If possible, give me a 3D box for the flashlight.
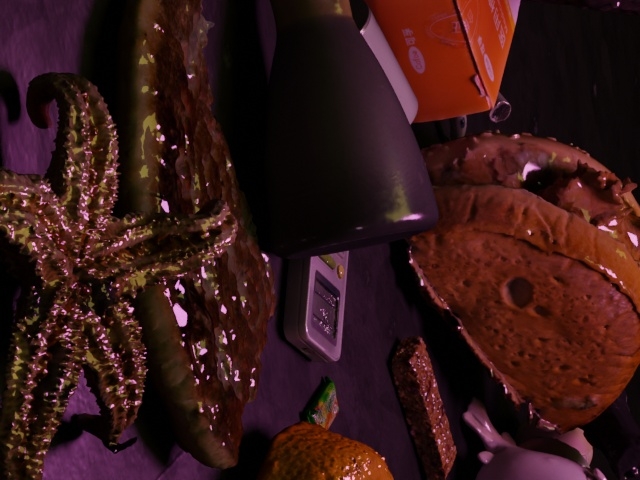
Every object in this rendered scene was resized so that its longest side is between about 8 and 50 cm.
[{"bbox_3d":[0.393,0.257,2.375,0.232,0.093,0.093,-107,-177,-68],"label":"flashlight"}]

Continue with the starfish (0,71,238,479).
[{"bbox_3d":[-0.181,0.036,1.349,0.312,0.113,0.303,-45,127,-48],"label":"starfish"}]

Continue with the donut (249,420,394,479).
[{"bbox_3d":[-0.011,0.306,1.730,0.253,0.118,0.253,-31,127,-55],"label":"donut"}]

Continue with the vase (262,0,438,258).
[{"bbox_3d":[0.006,-0.152,1.775,0.173,0.173,0.321,1,77,-68],"label":"vase"}]

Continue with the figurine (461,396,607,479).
[{"bbox_3d":[0.295,0.312,2.426,0.274,0.226,0.394,54,20,-3],"label":"figurine"}]

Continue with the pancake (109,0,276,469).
[{"bbox_3d":[-0.122,-0.027,1.589,0.305,0.067,0.427,-63,142,-65],"label":"pancake"}]

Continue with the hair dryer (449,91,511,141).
[{"bbox_3d":[0.194,-0.157,2.287,0.167,0.067,0.199,45,-29,55],"label":"hair dryer"}]

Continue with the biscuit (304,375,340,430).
[{"bbox_3d":[0.003,0.183,1.892,0.089,0.016,0.046,-52,134,-59],"label":"biscuit"}]

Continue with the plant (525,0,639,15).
[{"bbox_3d":[0.325,-0.371,2.172,0.234,0.204,0.178,6,100,-25],"label":"plant"}]

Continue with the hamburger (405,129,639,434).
[{"bbox_3d":[0.314,0.022,2.270,0.445,0.287,0.268,52,33,-35],"label":"hamburger"}]

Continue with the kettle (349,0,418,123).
[{"bbox_3d":[0.040,-0.196,1.949,0.148,0.098,0.127,61,38,-40],"label":"kettle"}]

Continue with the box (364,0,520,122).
[{"bbox_3d":[0.149,-0.337,2.182,0.341,0.143,0.225,-70,148,-43],"label":"box"}]

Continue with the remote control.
[{"bbox_3d":[0.000,0.000,1.895,0.103,0.034,0.250,45,46,-58],"label":"remote control"}]

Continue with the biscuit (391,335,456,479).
[{"bbox_3d":[0.128,0.209,2.173,0.064,0.034,0.199,-63,144,-51],"label":"biscuit"}]
